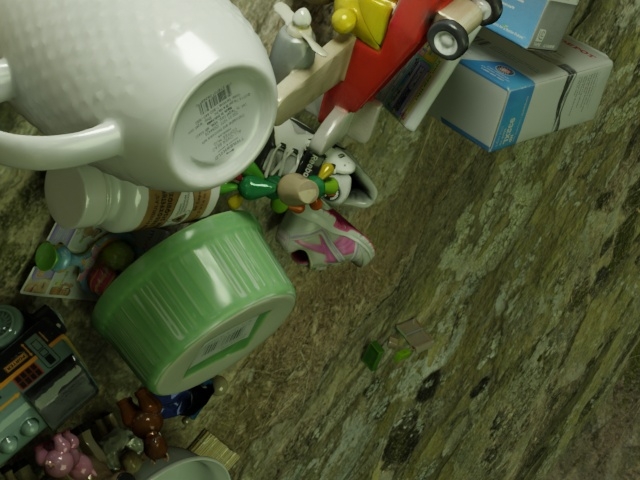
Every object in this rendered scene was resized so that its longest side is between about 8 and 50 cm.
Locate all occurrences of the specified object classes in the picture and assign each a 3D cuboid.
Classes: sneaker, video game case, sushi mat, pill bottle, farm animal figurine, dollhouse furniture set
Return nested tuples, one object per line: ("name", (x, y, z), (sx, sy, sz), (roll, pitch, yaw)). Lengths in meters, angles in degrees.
("sneaker", (-0.023, -0.120, 1.932), (0.330, 0.146, 0.122), (9, 115, -49))
("video game case", (0.170, -0.294, 1.918), (0.023, 0.193, 0.212), (27, 103, -24))
("sneaker", (0.000, 0.000, 2.112), (0.111, 0.103, 0.252), (-52, 139, 5))
("sushi mat", (-0.287, 0.506, 2.271), (0.316, 0.019, 0.151), (-49, 146, -7))
("pill bottle", (-0.266, -0.079, 1.693), (0.229, 0.131, 0.131), (-10, 127, -45))
("farm animal figurine", (-0.370, 0.380, 1.822), (0.330, 0.172, 0.327), (-28, 176, -31))
("dollhouse furniture set", (0.163, 0.226, 2.517), (0.151, 0.076, 0.058), (-18, 145, -38))

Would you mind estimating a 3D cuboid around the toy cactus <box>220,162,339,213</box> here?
("toy cactus", (-0.053, -0.087, 1.783), (0.219, 0.180, 0.112), (11, 91, -28))

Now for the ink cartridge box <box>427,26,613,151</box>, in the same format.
("ink cartridge box", (0.335, -0.289, 2.135), (0.307, 0.223, 0.129), (-19, 133, -40))

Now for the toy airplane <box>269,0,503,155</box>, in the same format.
("toy airplane", (0.054, -0.317, 1.796), (0.384, 0.272, 0.386), (-44, -177, 3))

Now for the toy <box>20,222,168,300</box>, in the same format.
("toy", (-0.324, 0.041, 1.795), (0.237, 0.056, 0.137), (13, 111, -53))

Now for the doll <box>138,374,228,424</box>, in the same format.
("doll", (-0.236, 0.273, 2.105), (0.189, 0.046, 0.129), (-10, 127, -45))

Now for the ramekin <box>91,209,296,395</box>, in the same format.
("ramekin", (-0.184, 0.105, 1.836), (0.303, 0.148, 0.303), (-33, 164, -11))

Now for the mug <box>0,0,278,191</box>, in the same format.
("mug", (-0.254, -0.190, 1.438), (0.374, 0.328, 0.276), (-28, 138, -32))

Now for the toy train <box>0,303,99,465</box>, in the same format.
("toy train", (-0.472, 0.230, 1.666), (0.334, 0.190, 0.142), (-40, 143, -19))

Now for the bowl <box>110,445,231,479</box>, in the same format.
("bowl", (-0.311, 0.471, 2.111), (0.298, 0.134, 0.298), (-29, 138, -30))

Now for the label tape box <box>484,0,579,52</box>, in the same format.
("label tape box", (0.334, -0.505, 1.932), (0.106, 0.240, 0.334), (-5, 123, -47))
